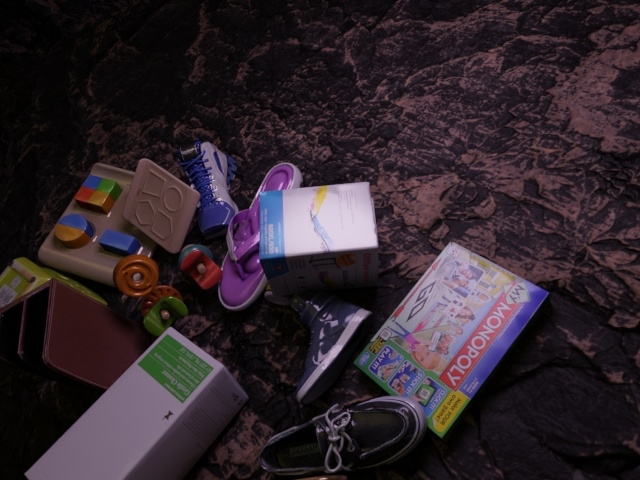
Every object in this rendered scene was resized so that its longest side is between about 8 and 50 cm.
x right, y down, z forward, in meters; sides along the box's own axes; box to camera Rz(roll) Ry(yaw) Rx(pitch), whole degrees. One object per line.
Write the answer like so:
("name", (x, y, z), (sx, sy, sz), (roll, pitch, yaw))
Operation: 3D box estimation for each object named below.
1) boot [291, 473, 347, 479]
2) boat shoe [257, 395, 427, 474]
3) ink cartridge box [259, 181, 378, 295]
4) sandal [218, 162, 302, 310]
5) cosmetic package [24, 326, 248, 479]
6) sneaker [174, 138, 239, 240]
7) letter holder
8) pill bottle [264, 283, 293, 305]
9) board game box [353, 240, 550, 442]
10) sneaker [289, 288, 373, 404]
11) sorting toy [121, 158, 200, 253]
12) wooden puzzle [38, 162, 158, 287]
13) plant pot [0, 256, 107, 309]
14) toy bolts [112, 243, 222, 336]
("boot", (-0.066, 0.527, 0.789), (0.295, 0.104, 0.211), (-25, 57, 18))
("boat shoe", (0.030, 0.344, 0.819), (0.306, 0.105, 0.113), (-18, 66, 22))
("ink cartridge box", (0.000, 0.000, 0.996), (0.232, 0.171, 0.168), (-6, 57, 2))
("sandal", (-0.173, -0.030, 1.176), (0.169, 0.102, 0.416), (-3, 59, 38))
("cosmetic package", (-0.346, 0.383, 0.933), (0.197, 0.155, 0.365), (21, 56, 35))
("sneaker", (-0.326, -0.166, 1.302), (0.127, 0.182, 0.316), (-21, 53, 15))
("letter holder", (-0.541, 0.264, 1.059), (0.152, 0.302, 0.214), (-28, 52, 9))
("pill bottle", (-0.084, 0.086, 1.092), (0.065, 0.065, 0.116), (2, 61, 28))
("board game box", (0.241, 0.174, 0.883), (0.213, 0.046, 0.317), (33, 78, 39))
("sneaker", (-0.020, 0.203, 0.960), (0.163, 0.086, 0.226), (28, 65, 26))
("sorting toy", (-0.432, -0.094, 1.279), (0.208, 0.038, 0.193), (31, 109, 16))
("wooden puzzle", (-0.615, -0.058, 1.378), (0.322, 0.080, 0.348), (16, 68, 9))
("plant pot", (-0.775, 0.188, 1.290), (0.228, 0.207, 0.227), (21, 71, 34))
("toy bolts", (-0.378, 0.080, 1.163), (0.228, 0.218, 0.158), (-41, 27, -10))
